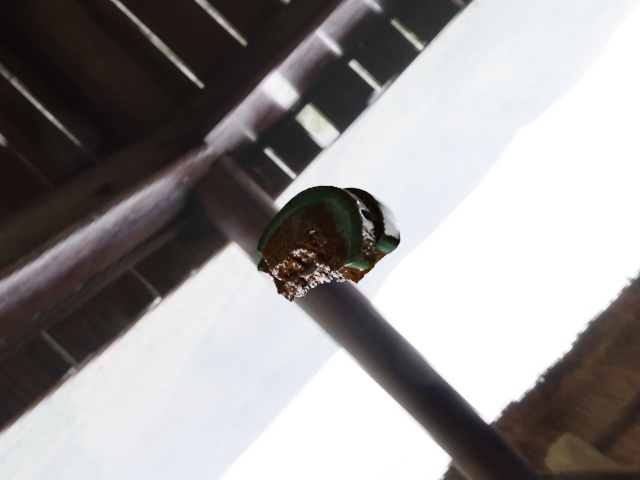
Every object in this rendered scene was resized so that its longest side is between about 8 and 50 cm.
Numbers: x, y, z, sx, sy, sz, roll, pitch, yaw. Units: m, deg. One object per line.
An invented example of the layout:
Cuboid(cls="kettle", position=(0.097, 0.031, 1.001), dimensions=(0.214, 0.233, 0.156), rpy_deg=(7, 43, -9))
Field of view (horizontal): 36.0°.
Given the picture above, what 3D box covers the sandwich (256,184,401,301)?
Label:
Cuboid(cls="sandwich", position=(-0.001, -0.001, 0.586), dimensions=(0.135, 0.029, 0.067), rpy_deg=(-14, -128, 55))
